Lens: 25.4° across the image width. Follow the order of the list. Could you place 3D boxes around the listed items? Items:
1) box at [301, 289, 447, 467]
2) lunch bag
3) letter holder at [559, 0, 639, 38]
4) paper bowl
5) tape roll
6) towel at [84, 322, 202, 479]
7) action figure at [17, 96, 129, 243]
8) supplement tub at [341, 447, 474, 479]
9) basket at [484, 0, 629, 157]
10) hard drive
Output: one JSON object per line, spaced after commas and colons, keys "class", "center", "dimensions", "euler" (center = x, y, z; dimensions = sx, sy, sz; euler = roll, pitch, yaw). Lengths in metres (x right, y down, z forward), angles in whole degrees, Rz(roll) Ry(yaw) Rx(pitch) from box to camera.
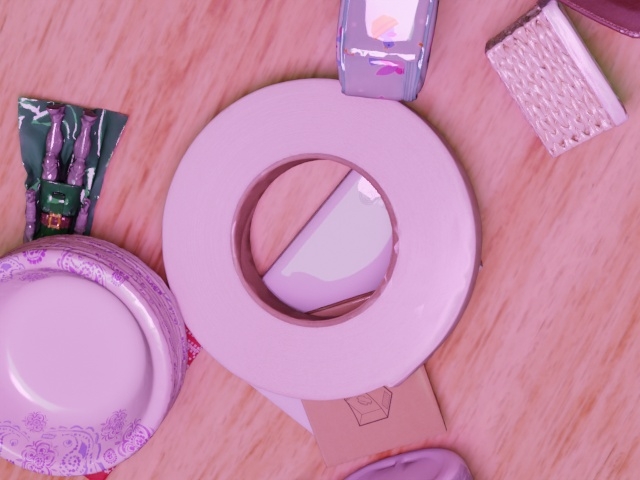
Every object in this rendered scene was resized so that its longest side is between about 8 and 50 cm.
{"class": "box", "center": [0.050, 0.172, 1.778], "dimensions": [0.164, 0.021, 0.201], "euler": [-18, 102, 9]}
{"class": "lunch bag", "center": [0.086, -0.308, 1.609], "dimensions": [0.108, 0.224, 0.279], "euler": [9, 108, 4]}
{"class": "letter holder", "center": [0.269, -0.383, 1.540], "dimensions": [0.302, 0.152, 0.214], "euler": [42, 106, 29]}
{"class": "paper bowl", "center": [-0.302, 0.131, 1.731], "dimensions": [0.284, 0.148, 0.284], "euler": [2, 106, 9]}
{"class": "tape roll", "center": [0.000, 0.000, 1.711], "dimensions": [0.392, 0.072, 0.392], "euler": [0, 91, 14]}
{"class": "towel", "center": [-0.293, 0.165, 1.834], "dimensions": [0.199, 0.031, 0.275], "euler": [36, 105, -4]}
{"class": "action figure", "center": [-0.327, -0.054, 1.780], "dimensions": [0.137, 0.063, 0.232], "euler": [10, 107, -1]}
{"class": "supplement tub", "center": [0.143, 0.451, 1.780], "dimensions": [0.207, 0.207, 0.338], "euler": [-21, 101, 9]}
{"class": "basket", "center": [0.275, -0.193, 1.674], "dimensions": [0.103, 0.113, 0.167], "euler": [-31, 99, 14]}
{"class": "hard drive", "center": [0.028, 0.081, 1.791], "dimensions": [0.203, 0.040, 0.307], "euler": [39, 103, -5]}
